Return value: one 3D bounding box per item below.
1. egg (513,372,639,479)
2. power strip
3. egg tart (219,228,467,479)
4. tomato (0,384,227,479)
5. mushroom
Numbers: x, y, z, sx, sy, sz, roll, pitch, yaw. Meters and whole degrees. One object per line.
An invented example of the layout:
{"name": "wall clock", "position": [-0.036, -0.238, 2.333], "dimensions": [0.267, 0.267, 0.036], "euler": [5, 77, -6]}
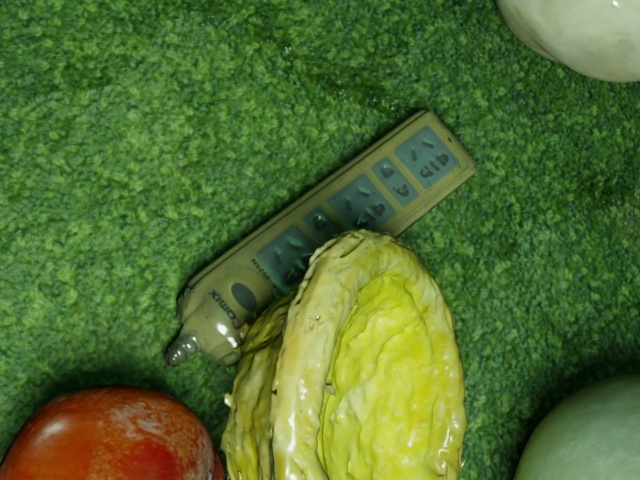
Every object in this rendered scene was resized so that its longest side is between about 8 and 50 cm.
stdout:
{"name": "egg", "position": [0.288, 0.254, 1.006], "dimensions": [0.258, 0.352, 0.259], "euler": [2, 104, 10]}
{"name": "power strip", "position": [0.000, 0.000, 1.127], "dimensions": [0.387, 0.066, 0.092], "euler": [-38, 86, -25]}
{"name": "egg tart", "position": [0.017, 0.160, 0.999], "dimensions": [0.345, 0.132, 0.345], "euler": [13, 75, -61]}
{"name": "tomato", "position": [-0.173, 0.224, 0.917], "dimensions": [0.188, 0.232, 0.232], "euler": [-1, 72, 6]}
{"name": "mushroom", "position": [0.351, -0.328, 1.260], "dimensions": [0.336, 0.314, 0.314], "euler": [-8, 75, -43]}
